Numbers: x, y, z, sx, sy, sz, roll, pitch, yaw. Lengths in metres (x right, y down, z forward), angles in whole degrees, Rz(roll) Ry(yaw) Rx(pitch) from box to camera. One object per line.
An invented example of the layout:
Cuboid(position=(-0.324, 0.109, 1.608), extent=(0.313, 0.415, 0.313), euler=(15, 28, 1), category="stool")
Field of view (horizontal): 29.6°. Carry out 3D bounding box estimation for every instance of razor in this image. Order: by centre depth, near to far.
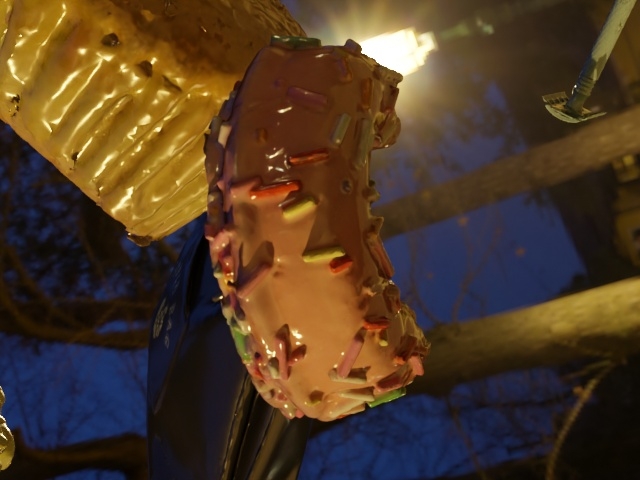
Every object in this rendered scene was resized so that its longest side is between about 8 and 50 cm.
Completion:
Cuboid(position=(0.379, -0.266, 1.592), extent=(0.068, 0.232, 0.106), euler=(31, -158, 19), category="razor")

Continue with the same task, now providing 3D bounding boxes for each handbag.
Cuboid(position=(-0.058, 0.057, 1.022), extent=(0.342, 0.152, 0.288), euler=(-91, 17, -52), category="handbag")

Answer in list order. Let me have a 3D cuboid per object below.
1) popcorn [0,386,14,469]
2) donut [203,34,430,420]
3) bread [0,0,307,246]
Cuboid(position=(-0.392, 0.206, 1.164), extent=(0.181, 0.235, 0.216), euler=(15, -136, -28), category="popcorn")
Cuboid(position=(0.000, 0.000, 0.486), extent=(0.117, 0.065, 0.166), euler=(-37, -63, -66), category="donut")
Cuboid(position=(-0.110, -0.116, 0.653), extent=(0.240, 0.139, 0.240), euler=(41, -165, -14), category="bread")
